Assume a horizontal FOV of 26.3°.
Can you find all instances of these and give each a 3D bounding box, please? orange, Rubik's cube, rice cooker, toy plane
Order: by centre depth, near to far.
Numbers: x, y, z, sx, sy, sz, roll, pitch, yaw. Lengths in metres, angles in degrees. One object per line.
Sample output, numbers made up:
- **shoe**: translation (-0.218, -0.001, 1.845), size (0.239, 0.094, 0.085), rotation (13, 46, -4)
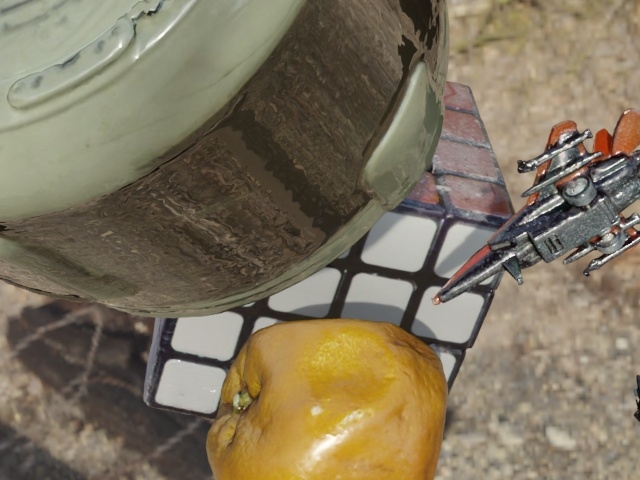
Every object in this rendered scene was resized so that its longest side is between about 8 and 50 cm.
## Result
- **rice cooker**: translation (-0.108, -0.128, 0.714), size (0.335, 0.325, 0.335), rotation (-4, 76, 15)
- **toy plane**: translation (0.159, -0.008, 0.955), size (0.189, 0.130, 0.061), rotation (-40, 35, -2)
- **orange**: translation (-0.005, 0.177, 1.192), size (0.183, 0.249, 0.249), rotation (19, 36, -7)
- **Rubik's cube**: translation (0.000, 0.000, 1.598), size (0.343, 0.337, 0.344), rotation (12, 33, -9)

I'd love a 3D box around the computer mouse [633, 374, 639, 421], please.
- **computer mouse**: translation (0.431, 0.221, 1.459), size (0.241, 0.077, 0.146), rotation (45, 29, 3)
